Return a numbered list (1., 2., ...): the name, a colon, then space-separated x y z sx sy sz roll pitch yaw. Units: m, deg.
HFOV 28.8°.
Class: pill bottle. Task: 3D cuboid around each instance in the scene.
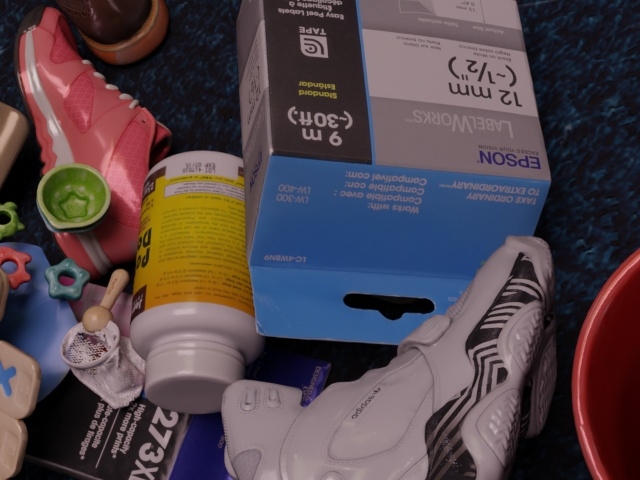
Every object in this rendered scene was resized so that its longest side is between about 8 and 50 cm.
1. pill bottle: -0.104 0.037 1.090 0.117 0.117 0.215 -8 58 14

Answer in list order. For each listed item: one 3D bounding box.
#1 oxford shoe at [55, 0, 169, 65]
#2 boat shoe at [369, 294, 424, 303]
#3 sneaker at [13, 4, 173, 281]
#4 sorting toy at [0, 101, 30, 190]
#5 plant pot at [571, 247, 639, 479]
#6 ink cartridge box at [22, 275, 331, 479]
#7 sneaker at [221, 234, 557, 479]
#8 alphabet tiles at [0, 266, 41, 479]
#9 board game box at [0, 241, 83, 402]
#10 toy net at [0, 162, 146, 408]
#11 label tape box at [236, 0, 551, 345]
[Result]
1. oxford shoe: -0.290 -0.357 1.391 0.130 0.132 0.363 -38 60 -1
2. boat shoe: 0.000 0.001 1.165 0.224 0.073 0.080 13 69 21
3. sneaker: -0.223 -0.111 1.286 0.136 0.116 0.313 -17 68 -2
4. sorting toy: -0.445 -0.026 1.332 0.229 0.041 0.307 24 86 34
5. plant pot: 0.326 0.145 0.896 0.275 0.243 0.274 -7 64 14
6. ink cartridge box: -0.190 0.141 1.171 0.371 0.069 0.175 14 71 20
7. sneaker: 0.052 0.121 0.927 0.210 0.137 0.365 7 45 20
8. alphabet tiles: -0.359 0.141 1.152 0.278 0.021 0.284 21 103 34
9. board game box: -0.294 0.085 1.176 0.133 0.033 0.168 -32 68 1
10. toy net: -0.227 0.044 1.132 0.122 0.045 0.232 -15 68 -20
11. label tape box: 0.062 -0.084 1.086 0.249 0.115 0.347 5 55 -15
